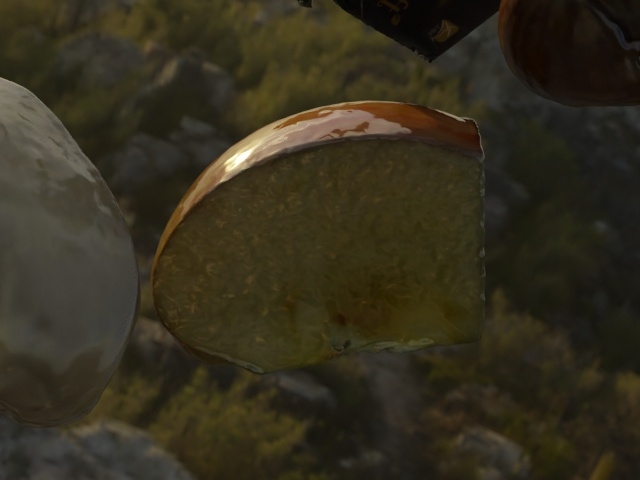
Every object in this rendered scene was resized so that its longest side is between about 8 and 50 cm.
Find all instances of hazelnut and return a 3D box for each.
[{"bbox_3d":[0.268,-0.207,1.549,0.181,0.212,0.181,62,7,-8],"label":"hazelnut"}]

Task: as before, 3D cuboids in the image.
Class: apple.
[{"bbox_3d":[0.000,0.000,1.594,0.309,0.252,0.314,-2,-13,0],"label":"apple"}]

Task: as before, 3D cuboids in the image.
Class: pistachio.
[{"bbox_3d":[-0.257,0.004,1.343,0.193,0.214,0.318,69,2,-63],"label":"pistachio"}]

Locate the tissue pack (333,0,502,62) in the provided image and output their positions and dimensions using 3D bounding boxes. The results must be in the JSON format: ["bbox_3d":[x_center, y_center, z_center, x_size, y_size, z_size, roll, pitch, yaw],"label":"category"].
[{"bbox_3d":[0.175,-0.396,1.831,0.198,0.370,0.210,26,42,-37],"label":"tissue pack"}]

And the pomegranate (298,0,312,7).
[{"bbox_3d":[-0.058,-0.346,1.980,0.191,0.131,0.152,44,-11,-22],"label":"pomegranate"}]
